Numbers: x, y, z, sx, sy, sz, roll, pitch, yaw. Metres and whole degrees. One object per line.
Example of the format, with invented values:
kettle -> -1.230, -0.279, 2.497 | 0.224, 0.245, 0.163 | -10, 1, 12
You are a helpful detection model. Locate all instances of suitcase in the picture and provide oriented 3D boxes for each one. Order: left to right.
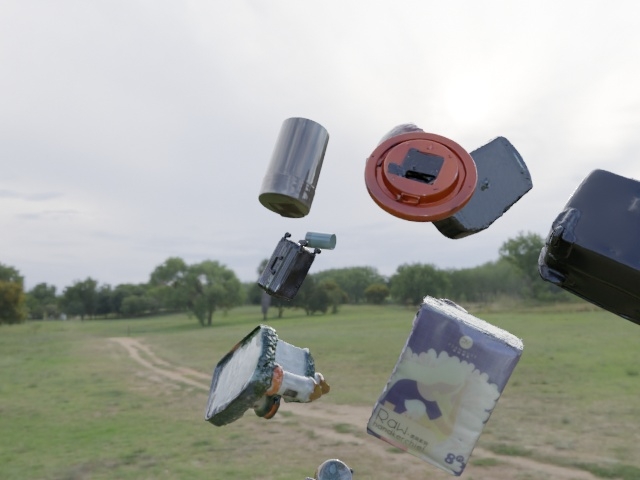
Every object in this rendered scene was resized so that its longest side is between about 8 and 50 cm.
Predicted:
suitcase -> -0.063, 0.054, 1.189 | 0.059, 0.126, 0.086 | 26, -2, 29
suitcase -> 0.703, 0.009, 1.369 | 0.345, 0.339, 0.188 | 27, -35, 27

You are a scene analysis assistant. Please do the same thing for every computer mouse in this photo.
computer mouse -> 0.355, -0.117, 1.405 | 0.295, 0.168, 0.087 | -32, 3, -21

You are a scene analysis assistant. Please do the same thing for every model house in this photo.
model house -> -0.100, 0.373, 1.532 | 0.300, 0.190, 0.271 | 22, -46, -25

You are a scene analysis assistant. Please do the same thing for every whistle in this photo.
whistle -> 0.002, 0.647, 1.598 | 0.220, 0.107, 0.057 | -10, -29, -39

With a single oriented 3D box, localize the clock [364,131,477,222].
clock -> 0.182, -0.121, 1.112 | 0.205, 0.205, 0.051 | -2, -34, 2

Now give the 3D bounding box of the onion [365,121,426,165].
onion -> 0.220, -0.198, 1.731 | 0.195, 0.272, 0.272 | -7, -5, -17

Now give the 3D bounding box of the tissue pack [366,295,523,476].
tissue pack -> 0.275, 0.330, 1.381 | 0.242, 0.344, 0.125 | 24, 12, 9

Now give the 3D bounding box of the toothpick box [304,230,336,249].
toothpick box -> 0.000, 0.000, 1.805 | 0.083, 0.052, 0.052 | 6, -3, 25

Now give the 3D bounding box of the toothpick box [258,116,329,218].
toothpick box -> -0.053, -0.148, 1.247 | 0.111, 0.181, 0.111 | 13, -20, 5

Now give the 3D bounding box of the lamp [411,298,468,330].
lamp -> 0.328, 0.275, 1.651 | 0.180, 0.258, 0.180 | -2, 33, 2
